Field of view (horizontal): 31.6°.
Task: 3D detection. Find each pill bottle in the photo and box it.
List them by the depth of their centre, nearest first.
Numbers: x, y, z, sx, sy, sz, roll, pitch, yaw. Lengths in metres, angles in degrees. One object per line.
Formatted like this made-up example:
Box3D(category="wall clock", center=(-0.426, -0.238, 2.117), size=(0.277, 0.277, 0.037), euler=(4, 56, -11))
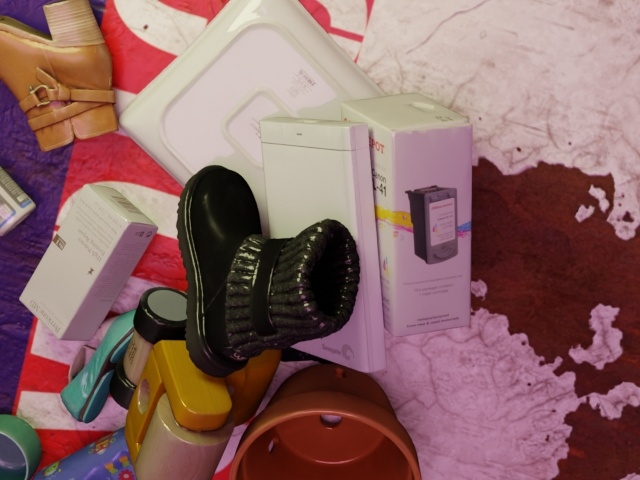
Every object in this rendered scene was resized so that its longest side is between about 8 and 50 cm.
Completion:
Box3D(category="pill bottle", center=(-0.530, -0.081, 1.815), size=(0.078, 0.078, 0.137), euler=(-40, 96, 13))

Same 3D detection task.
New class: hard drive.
Box3D(category="hard drive", center=(0.000, 0.000, 1.668), size=(0.047, 0.233, 0.353), euler=(-14, 105, -34))

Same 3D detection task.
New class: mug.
Box3D(category="mug", center=(-0.549, 0.354, 1.906), size=(0.157, 0.097, 0.129), euler=(21, 105, 3))

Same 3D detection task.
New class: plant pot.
Box3D(category="plant pot", center=(0.012, 0.330, 1.771), size=(0.290, 0.203, 0.291), euler=(1, 115, 3))

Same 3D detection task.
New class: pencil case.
Box3D(category="pencil case", center=(-0.325, 0.379, 1.879), size=(0.306, 0.119, 0.133), euler=(-27, 110, 11))

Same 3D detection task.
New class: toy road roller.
Box3D(category="toy road roller", center=(-0.170, 0.234, 1.736), size=(0.240, 0.330, 0.203), euler=(7, 126, -26))

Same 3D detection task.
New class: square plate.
Box3D(category="square plate", center=(-0.089, -0.179, 1.763), size=(0.344, 0.049, 0.347), euler=(-43, 96, 13))

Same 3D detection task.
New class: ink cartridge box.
Box3D(category="ink cartridge box", center=(0.122, -0.043, 1.656), size=(0.131, 0.226, 0.306), euler=(-9, 110, -16))

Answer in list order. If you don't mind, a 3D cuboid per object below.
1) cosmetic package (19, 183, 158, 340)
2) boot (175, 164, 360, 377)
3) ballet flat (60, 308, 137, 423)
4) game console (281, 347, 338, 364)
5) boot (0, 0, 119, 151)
Box3D(category="cosmetic package", center=(-0.370, 0.037, 1.803), size=(0.117, 0.085, 0.231), euler=(38, 103, 26))
Box3D(category="boot", center=(-0.073, 0.007, 1.604), size=(0.260, 0.131, 0.348), euler=(-31, 56, 39))
Box3D(category="ballet flat", center=(-0.355, 0.184, 1.860), size=(0.087, 0.083, 0.247), euler=(37, 102, 15))
Box3D(category="game console", center=(-0.001, 0.145, 1.813), size=(0.107, 0.071, 0.122), euler=(1, 105, -31))
Box3D(category="boot", center=(-0.460, -0.246, 1.768), size=(0.283, 0.109, 0.220), euler=(-12, 105, 1))
